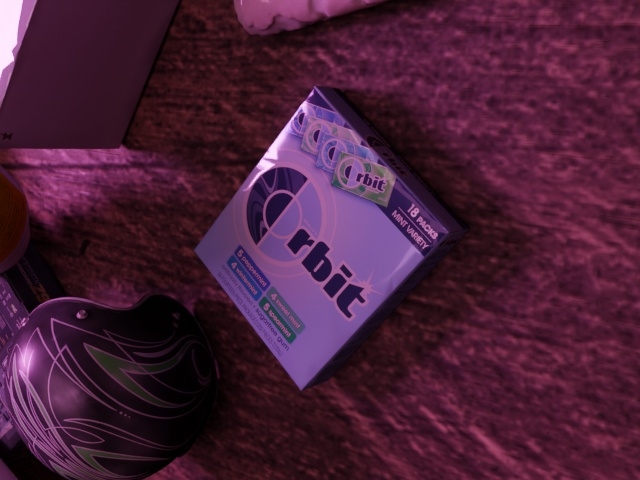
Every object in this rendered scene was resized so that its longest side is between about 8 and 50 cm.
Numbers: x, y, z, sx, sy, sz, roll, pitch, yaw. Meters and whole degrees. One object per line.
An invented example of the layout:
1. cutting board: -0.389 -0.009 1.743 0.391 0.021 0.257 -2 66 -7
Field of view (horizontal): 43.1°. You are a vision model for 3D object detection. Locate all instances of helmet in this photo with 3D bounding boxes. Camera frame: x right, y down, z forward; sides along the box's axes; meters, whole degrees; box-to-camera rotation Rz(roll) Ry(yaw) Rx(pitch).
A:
1. helmet: -0.187 0.129 0.708 0.169 0.161 0.170 4 97 33

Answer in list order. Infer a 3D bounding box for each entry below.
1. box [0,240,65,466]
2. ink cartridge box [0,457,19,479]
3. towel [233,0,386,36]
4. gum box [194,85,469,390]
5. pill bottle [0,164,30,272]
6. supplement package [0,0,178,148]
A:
1. box: -0.346 0.102 0.872 0.183 0.059 0.233 -45 72 28
2. ink cartridge box: -0.373 0.350 0.886 0.185 0.065 0.311 38 127 25
3. towel: 0.060 -0.332 0.563 0.331 0.053 0.317 -5 92 35
4. gum box: 0.000 0.000 0.643 0.157 0.041 0.184 50 118 19
5. pill bottle: -0.336 -0.035 0.719 0.117 0.215 0.117 0 73 1
6. supplement package: -0.262 -0.215 0.727 0.203 0.149 0.194 40 114 24
